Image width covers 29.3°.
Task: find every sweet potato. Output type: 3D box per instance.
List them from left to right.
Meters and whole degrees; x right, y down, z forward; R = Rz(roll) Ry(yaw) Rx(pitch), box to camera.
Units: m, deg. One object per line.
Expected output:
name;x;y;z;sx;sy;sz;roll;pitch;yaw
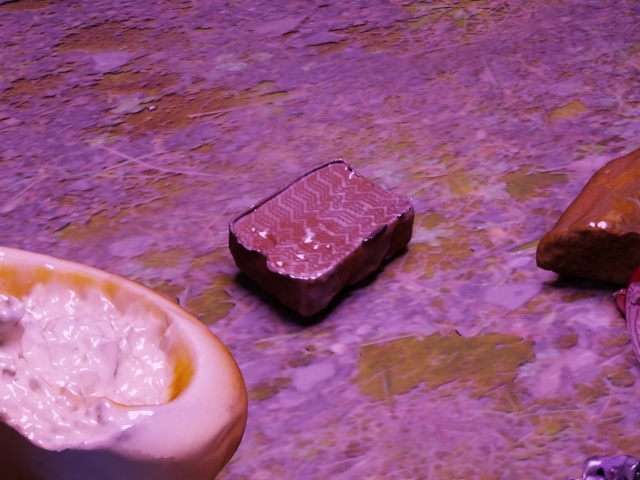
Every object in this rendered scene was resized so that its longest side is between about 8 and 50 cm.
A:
sweet potato;0.421;-0.053;1.478;0.370;0.157;0.158;-34;52;-31

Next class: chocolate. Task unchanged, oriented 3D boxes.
chocolate;0.000;0.000;1.455;0.148;0.093;0.214;32;51;32

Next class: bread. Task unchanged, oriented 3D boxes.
bread;-0.286;0.154;1.160;0.424;0.245;0.329;20;8;17

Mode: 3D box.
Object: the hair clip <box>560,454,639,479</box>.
hair clip;0.269;0.282;1.183;0.124;0.052;0.195;22;52;30

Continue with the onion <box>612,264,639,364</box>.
onion;0.403;0.077;1.341;0.135;0.173;0.198;-7;11;-7
